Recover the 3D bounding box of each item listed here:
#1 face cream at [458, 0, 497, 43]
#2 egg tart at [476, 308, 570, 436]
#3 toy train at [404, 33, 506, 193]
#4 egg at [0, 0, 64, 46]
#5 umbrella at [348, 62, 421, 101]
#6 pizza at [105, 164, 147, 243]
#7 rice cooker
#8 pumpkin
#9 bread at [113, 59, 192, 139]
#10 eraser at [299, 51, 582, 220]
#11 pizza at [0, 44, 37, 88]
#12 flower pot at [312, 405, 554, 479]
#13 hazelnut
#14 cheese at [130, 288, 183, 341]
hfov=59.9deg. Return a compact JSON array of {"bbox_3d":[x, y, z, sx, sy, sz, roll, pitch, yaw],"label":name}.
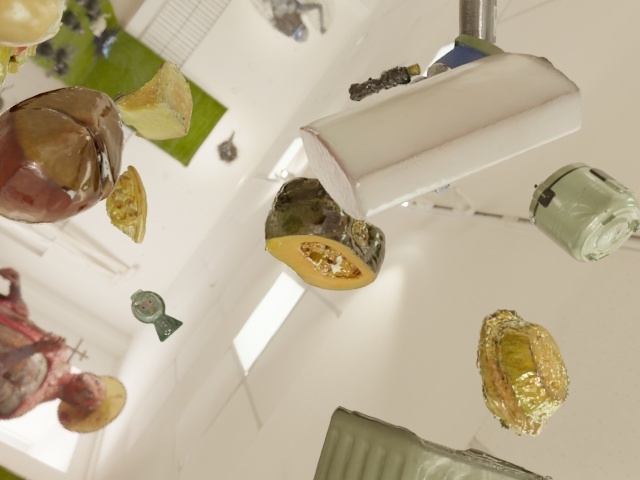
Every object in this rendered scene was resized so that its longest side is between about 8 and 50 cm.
[{"bbox_3d":[0.304,-0.522,1.070,0.073,0.073,0.283,-117,-158,-71],"label":"face cream"},{"bbox_3d":[0.439,0.271,1.185,0.118,0.288,0.288,-29,-151,38],"label":"egg tart"},{"bbox_3d":[0.259,-0.235,1.097,0.202,0.131,0.299,-39,150,-22],"label":"toy train"},{"bbox_3d":[-0.562,-0.437,0.931,0.201,0.245,0.200,2,-87,41],"label":"egg"},{"bbox_3d":[0.118,-0.294,1.026,0.144,0.037,0.040,-12,-124,34],"label":"umbrella"},{"bbox_3d":[-0.396,-0.071,1.125,0.036,0.099,0.159,2,84,-73],"label":"pizza"},{"bbox_3d":[0.688,-0.081,1.463,0.226,0.226,0.244,-50,-137,13],"label":"rice cooker"},{"bbox_3d":[0.000,0.000,1.192,0.222,0.317,0.139,-8,-118,29],"label":"pumpkin"},{"bbox_3d":[-0.407,-0.336,1.362,0.160,0.140,0.169,-15,-129,16],"label":"bread"},{"bbox_3d":[0.129,-0.127,0.636,0.270,0.094,0.174,-22,-147,-10],"label":"eraser"},{"bbox_3d":[-0.715,-0.433,1.272,0.280,0.075,0.287,-27,-137,64],"label":"pizza"},{"bbox_3d":[0.099,0.288,0.539,0.209,0.240,0.189,120,-11,-75],"label":"flower pot"},{"bbox_3d":[-0.372,-0.111,0.790,0.212,0.181,0.180,-58,164,-45],"label":"hazelnut"},{"bbox_3d":[-0.348,0.152,1.160,0.067,0.121,0.026,-44,172,-17],"label":"cheese"}]
